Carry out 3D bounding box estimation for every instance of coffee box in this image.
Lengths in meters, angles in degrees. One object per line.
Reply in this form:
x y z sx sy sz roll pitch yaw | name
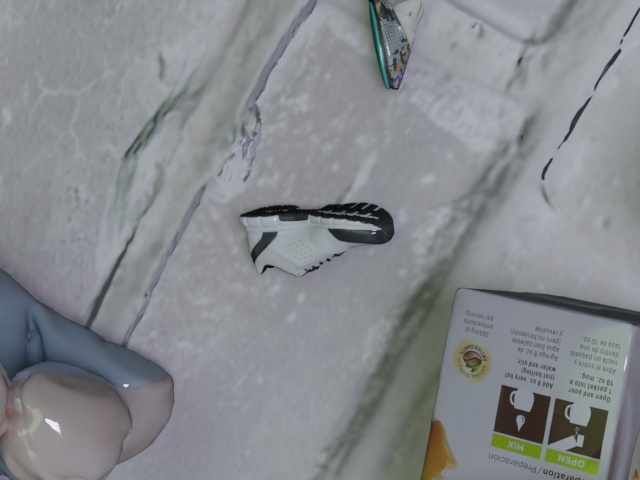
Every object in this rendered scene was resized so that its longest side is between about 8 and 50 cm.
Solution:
0.117 0.155 0.670 0.098 0.141 0.246 11 91 32 | coffee box

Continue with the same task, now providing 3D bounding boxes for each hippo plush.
-0.269 0.139 0.852 0.294 0.234 0.236 33 103 28 | hippo plush

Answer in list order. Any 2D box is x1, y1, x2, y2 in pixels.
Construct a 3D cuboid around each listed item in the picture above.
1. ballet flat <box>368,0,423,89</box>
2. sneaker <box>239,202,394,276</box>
0.042 -0.150 0.801 0.041 0.041 0.114 -24 76 28 | ballet flat
0.000 0.000 0.818 0.109 0.040 0.043 0 102 35 | sneaker
